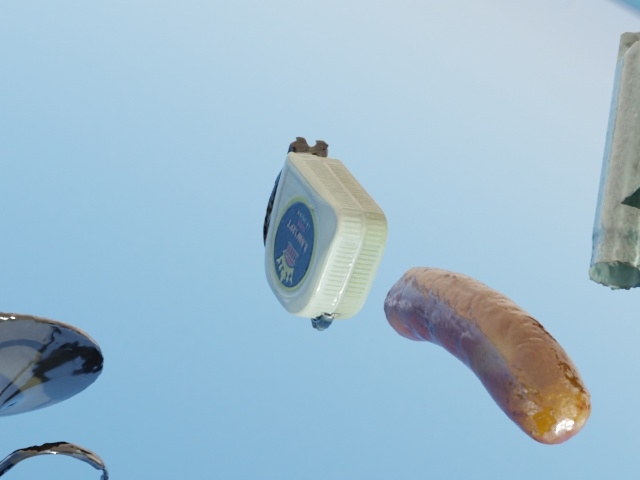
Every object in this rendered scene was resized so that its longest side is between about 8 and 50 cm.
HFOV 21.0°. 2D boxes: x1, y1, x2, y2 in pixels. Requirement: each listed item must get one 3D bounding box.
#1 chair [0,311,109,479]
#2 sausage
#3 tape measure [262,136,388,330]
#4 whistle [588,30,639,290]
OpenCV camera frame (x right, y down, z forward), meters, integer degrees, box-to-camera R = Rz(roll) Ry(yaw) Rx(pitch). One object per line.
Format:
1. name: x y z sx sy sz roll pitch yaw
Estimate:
1. chair: -0.268 0.280 1.352 0.226 0.226 0.401 19 -127 -42
2. sausage: 0.152 0.093 1.626 0.076 0.103 0.302 -21 -153 -20
3. tape measure: 0.000 0.000 2.376 0.115 0.207 0.235 5 -154 -27
4. whistle: 0.328 -0.095 1.812 0.062 0.312 0.062 10 151 5
